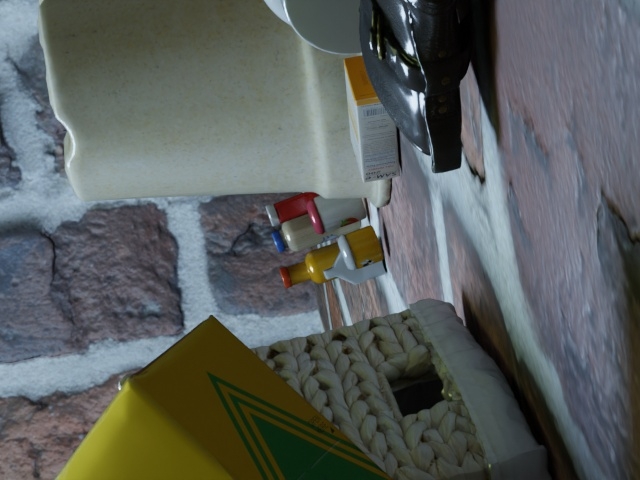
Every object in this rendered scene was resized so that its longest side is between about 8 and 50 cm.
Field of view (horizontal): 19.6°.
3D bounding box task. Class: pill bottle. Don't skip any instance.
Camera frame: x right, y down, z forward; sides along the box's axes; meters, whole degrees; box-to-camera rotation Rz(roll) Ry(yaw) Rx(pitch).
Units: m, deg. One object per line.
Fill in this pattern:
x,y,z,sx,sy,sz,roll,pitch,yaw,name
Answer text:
0.005,-0.219,1.315,0.216,0.121,0.121,-105,6,-57,pill bottle

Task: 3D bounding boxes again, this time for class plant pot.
-0.112,-0.172,1.832,0.334,0.305,0.334,170,90,-87,plant pot

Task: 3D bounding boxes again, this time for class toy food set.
0.000,0.000,2.004,0.232,0.104,0.111,-148,38,-87,toy food set

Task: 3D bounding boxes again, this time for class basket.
0.020,0.257,1.298,0.328,0.266,0.331,-114,13,-73,basket

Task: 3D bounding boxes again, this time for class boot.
0.037,-0.197,1.116,0.229,0.091,0.263,87,170,-60,boot

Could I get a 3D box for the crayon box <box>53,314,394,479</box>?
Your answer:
-0.057,0.277,1.052,0.313,0.363,0.106,43,-148,8,crayon box

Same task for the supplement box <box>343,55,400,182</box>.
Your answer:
0.046,-0.109,1.648,0.098,0.036,0.062,84,175,-45,supplement box
